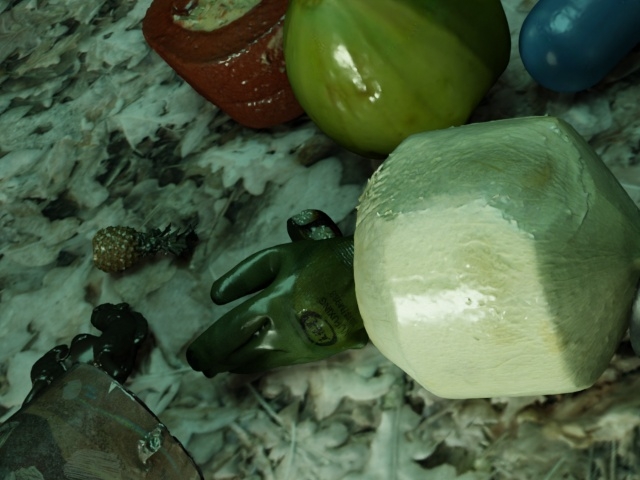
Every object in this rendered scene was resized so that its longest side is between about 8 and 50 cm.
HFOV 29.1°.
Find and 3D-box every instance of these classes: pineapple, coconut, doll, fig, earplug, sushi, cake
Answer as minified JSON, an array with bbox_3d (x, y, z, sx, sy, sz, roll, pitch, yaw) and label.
[{"bbox_3d":[-0.197,0.007,1.414,0.124,0.058,0.058,-4,47,8],"label":"pineapple"},{"bbox_3d":[0.165,0.010,1.067,0.247,0.245,0.245,-8,47,22],"label":"coconut"},{"bbox_3d":[-0.247,0.128,1.317,0.139,0.057,0.165,-22,34,12],"label":"doll"},{"bbox_3d":[0.071,-0.217,1.304,0.239,0.271,0.239,-14,58,23],"label":"fig"},{"bbox_3d":[0.318,-0.271,1.327,0.273,0.132,0.132,-48,45,-13],"label":"earplug"},{"bbox_3d":[0.000,0.000,1.317,0.046,0.044,0.083,-18,41,-18],"label":"sushi"},{"bbox_3d":[-0.097,-0.250,1.525,0.177,0.151,0.283,-46,43,2],"label":"cake"}]

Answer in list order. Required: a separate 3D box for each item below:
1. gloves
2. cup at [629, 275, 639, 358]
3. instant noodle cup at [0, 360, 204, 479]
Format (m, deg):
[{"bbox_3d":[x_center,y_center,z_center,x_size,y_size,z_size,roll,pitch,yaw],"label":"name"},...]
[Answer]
[{"bbox_3d":[-0.010,0.058,1.207,0.268,0.135,0.107,-31,1,-3],"label":"gloves"},{"bbox_3d":[0.387,0.033,0.970,0.177,0.166,0.239,30,70,40],"label":"cup"},{"bbox_3d":[-0.232,0.239,1.099,0.217,0.217,0.207,21,56,41],"label":"instant noodle cup"}]
